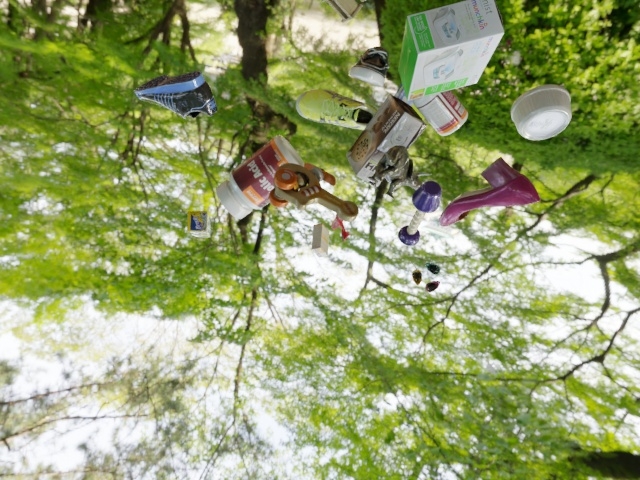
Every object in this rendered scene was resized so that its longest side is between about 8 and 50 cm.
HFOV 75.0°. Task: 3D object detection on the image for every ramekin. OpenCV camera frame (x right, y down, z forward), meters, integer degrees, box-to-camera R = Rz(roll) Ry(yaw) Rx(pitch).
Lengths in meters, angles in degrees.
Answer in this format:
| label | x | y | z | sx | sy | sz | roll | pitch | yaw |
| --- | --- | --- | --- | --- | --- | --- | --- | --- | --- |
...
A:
| label | x | y | z | sx | sy | sz | roll | pitch | yaw |
| --- | --- | --- | --- | --- | --- | --- | --- | --- | --- |
| ramekin | 0.847 | -0.478 | 1.593 | 0.208 | 0.108 | 0.207 | 2 | 153 | 1 |

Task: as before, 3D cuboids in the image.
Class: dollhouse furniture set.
| label | x | y | z | sx | sy | sz | roll | pitch | yaw |
| --- | --- | --- | --- | --- | --- | --- | --- | --- | --- |
| dollhouse furniture set | 0.123 | -1.019 | 1.706 | 0.129 | 0.183 | 0.129 | 37 | -177 | -26 |

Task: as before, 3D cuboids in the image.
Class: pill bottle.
| label | x | y | z | sx | sy | sz | roll | pitch | yaw |
| --- | --- | --- | --- | --- | --- | --- | --- | --- | --- |
| pill bottle | 0.400 | -0.481 | 1.449 | 0.221 | 0.121 | 0.121 | 42 | -174 | -21 |
| pill bottle | -0.276 | -0.286 | 1.934 | 0.224 | 0.392 | 0.224 | 51 | -167 | -16 |

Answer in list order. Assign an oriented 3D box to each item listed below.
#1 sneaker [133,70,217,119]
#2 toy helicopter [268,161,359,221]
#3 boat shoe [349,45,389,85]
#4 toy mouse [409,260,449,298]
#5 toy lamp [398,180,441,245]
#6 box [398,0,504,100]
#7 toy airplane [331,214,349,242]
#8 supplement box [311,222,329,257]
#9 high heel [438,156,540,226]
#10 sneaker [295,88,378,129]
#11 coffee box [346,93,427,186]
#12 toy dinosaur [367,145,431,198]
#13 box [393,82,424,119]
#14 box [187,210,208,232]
| label | x | y | z | sx | sy | sz | roll | pitch | yaw |
| --- | --- | --- | --- | --- | --- | --- | --- | --- | --- |
| sneaker | -0.328 | -0.318 | 0.939 | 0.233 | 0.090 | 0.081 | 12 | -130 | 37 |
| toy helicopter | -0.008 | -0.188 | 1.601 | 0.355 | 0.140 | 0.234 | 29 | -128 | 3 |
| boat shoe | 0.162 | -0.533 | 1.261 | 0.108 | 0.102 | 0.301 | 23 | -154 | 4 |
| toy mouse | 0.432 | 0.143 | 1.637 | 0.143 | 0.160 | 0.031 | -10 | -178 | 4 |
| toy lamp | 0.278 | -0.073 | 1.176 | 0.080 | 0.080 | 0.274 | 16 | 153 | 5 |
| box | 0.361 | -0.546 | 1.206 | 0.232 | 0.126 | 0.262 | -12 | 171 | 3 |
| toy airplane | 0.086 | -0.063 | 1.703 | 0.028 | 0.151 | 0.151 | -5 | -159 | -21 |
| supplement box | 0.000 | 0.000 | 1.407 | 0.036 | 0.098 | 0.062 | -10 | 146 | 22 |
| high heel | 0.547 | -0.103 | 1.408 | 0.127 | 0.377 | 0.181 | -33 | -103 | -27 |
| sneaker | 0.089 | -0.557 | 1.765 | 0.386 | 0.145 | 0.147 | 5 | -165 | -14 |
| coffee box | 0.244 | -0.381 | 1.597 | 0.119 | 0.297 | 0.168 | 20 | -146 | -30 |
| toy dinosaur | 0.230 | -0.235 | 1.316 | 0.121 | 0.160 | 0.313 | 36 | 178 | 32 |
| box | 0.357 | -0.550 | 1.653 | 0.178 | 0.108 | 0.042 | 29 | -178 | -32 |
| box | -0.349 | -0.044 | 1.203 | 0.054 | 0.059 | 0.169 | 2 | 175 | -11 |
